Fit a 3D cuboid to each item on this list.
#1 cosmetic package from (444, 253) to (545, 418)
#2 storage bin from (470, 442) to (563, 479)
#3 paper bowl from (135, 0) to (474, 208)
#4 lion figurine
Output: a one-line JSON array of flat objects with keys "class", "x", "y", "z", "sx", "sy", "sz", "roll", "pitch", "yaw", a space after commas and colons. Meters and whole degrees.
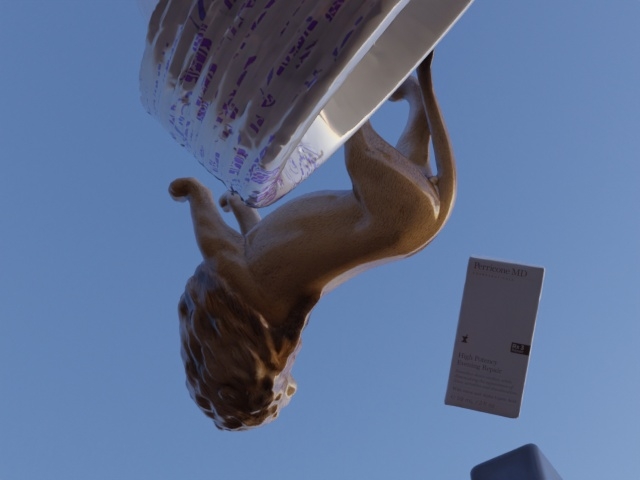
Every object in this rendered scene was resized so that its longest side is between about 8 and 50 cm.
[{"class": "cosmetic package", "x": 0.265, "y": 0.143, "z": 1.194, "sx": 0.117, "sy": 0.085, "sz": 0.231, "roll": 9, "pitch": -88, "yaw": 13}, {"class": "storage bin", "x": 0.146, "y": 0.215, "z": 0.544, "sx": 0.098, "sy": 0.135, "sz": 0.091, "roll": -29, "pitch": -72, "yaw": 17}, {"class": "paper bowl", "x": 0.006, "y": -0.166, "z": 0.453, "sx": 0.148, "sy": 0.284, "sz": 0.284, "roll": 41, "pitch": -69, "yaw": 1}, {"class": "lion figurine", "x": 0.000, "y": 0.000, "z": 0.742, "sx": 0.392, "sy": 0.240, "sz": 0.142, "roll": -37, "pitch": -28, "yaw": 23}]
